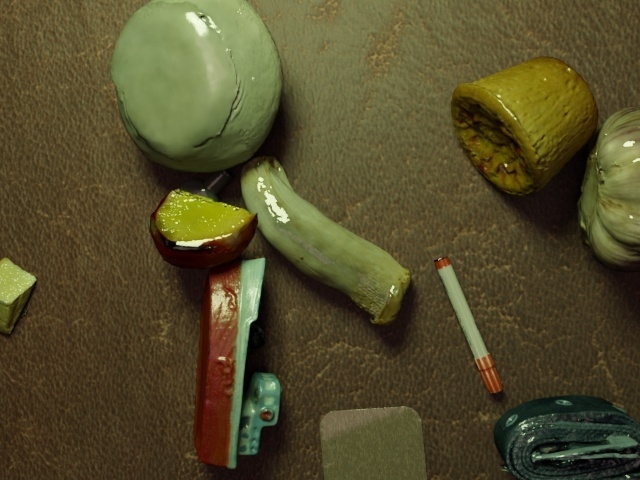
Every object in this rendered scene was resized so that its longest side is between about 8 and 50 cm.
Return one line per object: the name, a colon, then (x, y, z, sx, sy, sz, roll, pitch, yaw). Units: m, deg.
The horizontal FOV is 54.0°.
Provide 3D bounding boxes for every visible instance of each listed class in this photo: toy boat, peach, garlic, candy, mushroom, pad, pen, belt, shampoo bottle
toy boat: (-0.128, 0.191, 1.027, 0.133, 0.145, 0.332, 3, 94, -17)
peach: (-0.185, -0.013, 1.002, 0.172, 0.092, 0.127, -2, 52, -5)
garlic: (0.466, -0.075, 0.907, 0.160, 0.245, 0.245, -2, 91, 9)
candy: (-0.186, -0.252, 0.995, 0.295, 0.185, 0.295, 3, 108, 9)
mushroom: (0.000, 0.000, 1.030, 0.351, 0.095, 0.123, 42, 72, 3)
pad: (0.095, 0.418, 1.071, 0.176, 0.002, 0.266, -5, 91, 7)
pen: (0.243, 0.138, 1.034, 0.028, 0.028, 0.239, -23, 89, 7)
belt: (0.387, 0.313, 0.972, 0.218, 0.128, 0.122, -6, 90, 5)
shampoo bottle: (-0.216, -0.061, 1.073, 0.165, 0.040, 0.080, -44, 88, 7)

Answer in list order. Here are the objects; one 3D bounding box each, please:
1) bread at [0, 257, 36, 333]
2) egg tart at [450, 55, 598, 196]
bread: (-0.563, 0.107, 1.129, 0.084, 0.080, 0.109, 29, 130, 5)
egg tart: (0.307, -0.183, 0.943, 0.147, 0.202, 0.202, -36, 87, -6)
